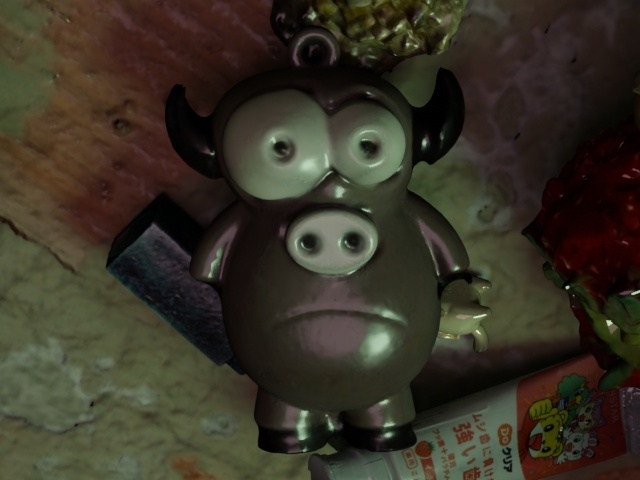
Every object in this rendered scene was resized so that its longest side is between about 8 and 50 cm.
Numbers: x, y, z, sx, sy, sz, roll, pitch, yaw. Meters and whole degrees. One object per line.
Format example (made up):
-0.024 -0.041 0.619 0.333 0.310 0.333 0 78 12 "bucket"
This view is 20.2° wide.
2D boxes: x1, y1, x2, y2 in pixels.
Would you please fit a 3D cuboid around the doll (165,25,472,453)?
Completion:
0.000 0.001 1.084 0.182 0.117 0.257 -2 106 0 "doll"

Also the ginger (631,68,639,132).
0.244 -0.115 0.943 0.256 0.375 0.176 5 160 -38 "ginger"

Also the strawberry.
0.226 -0.004 1.078 0.201 0.184 0.187 -45 101 -12 "strawberry"

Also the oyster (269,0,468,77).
0.048 -0.161 1.076 0.177 0.056 0.105 -30 101 19 "oyster"

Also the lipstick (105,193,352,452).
-0.008 0.093 1.187 0.312 0.051 0.051 42 107 -16 "lipstick"

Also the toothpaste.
0.108 0.130 1.172 0.234 0.057 0.089 -16 115 -18 "toothpaste"

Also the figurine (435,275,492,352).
0.070 0.050 1.169 0.083 0.047 0.050 10 124 3 "figurine"
